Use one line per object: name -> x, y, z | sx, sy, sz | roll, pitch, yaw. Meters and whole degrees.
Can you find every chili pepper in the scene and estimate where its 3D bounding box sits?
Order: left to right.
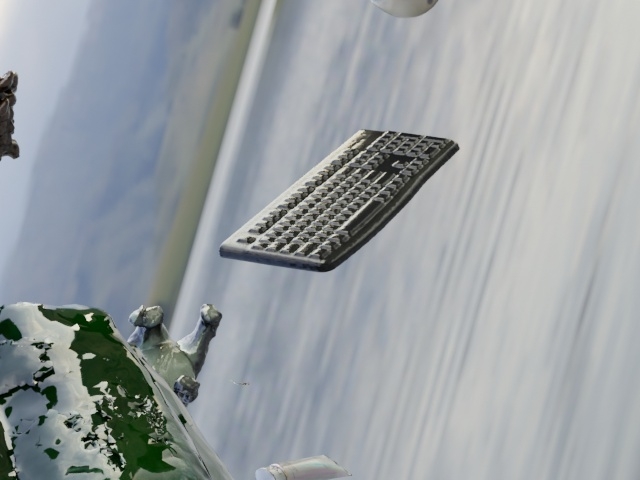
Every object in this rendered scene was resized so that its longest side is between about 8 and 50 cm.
chili pepper -> -0.155, 0.168, 0.992 | 0.248, 0.233, 0.256 | 81, 169, -48

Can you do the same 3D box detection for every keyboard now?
keyboard -> -0.001, -0.011, 1.336 | 0.381, 0.103, 0.041 | -50, -39, -51

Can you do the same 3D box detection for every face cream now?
face cream -> -0.016, 0.214, 1.604 | 0.115, 0.038, 0.020 | -3, -61, -53

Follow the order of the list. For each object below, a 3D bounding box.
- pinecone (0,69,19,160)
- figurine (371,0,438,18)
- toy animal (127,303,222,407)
pinecone -> -0.383, -0.132, 1.714 | 0.150, 0.195, 0.179 | -19, -23, -37
figurine -> 0.050, -0.407, 1.673 | 0.306, 0.241, 0.411 | -46, -57, -40
toy animal -> -0.176, 0.152, 1.775 | 0.225, 0.094, 0.121 | -76, 11, -61
